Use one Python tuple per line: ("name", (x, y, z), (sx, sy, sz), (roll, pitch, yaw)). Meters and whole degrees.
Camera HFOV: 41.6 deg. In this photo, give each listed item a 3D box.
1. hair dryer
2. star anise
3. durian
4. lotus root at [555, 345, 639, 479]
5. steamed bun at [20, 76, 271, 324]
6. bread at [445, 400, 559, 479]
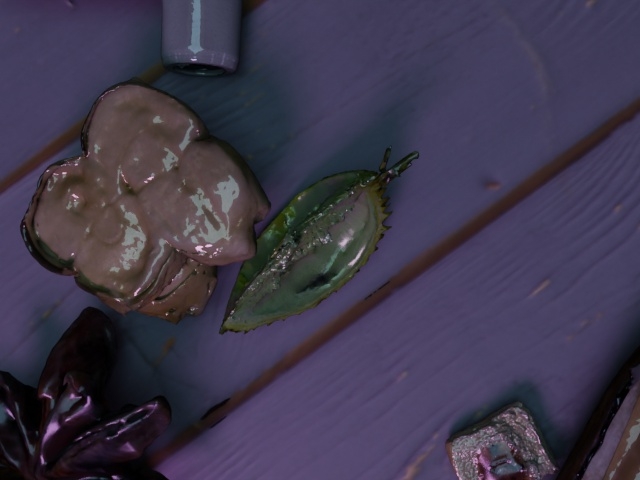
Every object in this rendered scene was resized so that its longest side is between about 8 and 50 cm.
("hair dryer", (-0.183, -0.215, 0.712), (0.236, 0.073, 0.131), (3, 89, -12))
("star anise", (-0.214, 0.190, 0.697), (0.282, 0.129, 0.212), (-34, 85, 19))
("durian", (0.000, 0.000, 0.702), (0.086, 0.100, 0.215), (45, 97, 0))
("lotus root", (0.272, 0.173, 0.699), (0.167, 0.078, 0.329), (31, 88, -19))
("steamed bun", (-0.132, -0.026, 0.711), (0.192, 0.106, 0.177), (29, 94, 12))
("bread", (0.154, 0.183, 0.721), (0.083, 0.035, 0.070), (-25, 86, 5))
